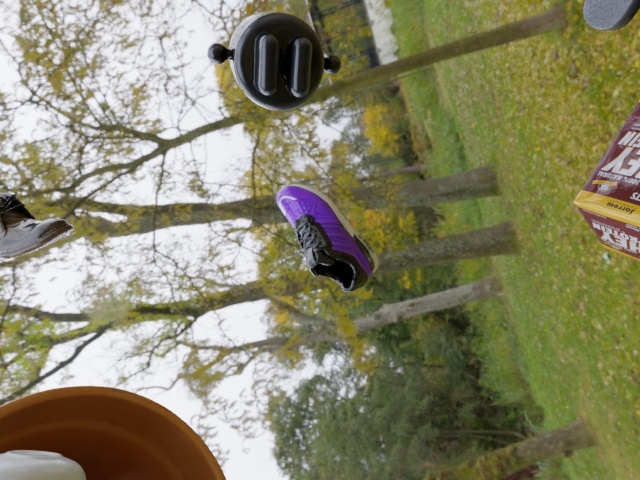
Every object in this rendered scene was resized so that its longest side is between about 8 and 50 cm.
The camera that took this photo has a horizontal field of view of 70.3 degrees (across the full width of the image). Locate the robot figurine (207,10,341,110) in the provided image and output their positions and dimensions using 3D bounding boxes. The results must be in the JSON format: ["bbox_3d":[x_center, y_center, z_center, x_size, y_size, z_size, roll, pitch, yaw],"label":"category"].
[{"bbox_3d":[-0.090,-0.356,0.888,0.209,0.173,0.278,38,-168,-28],"label":"robot figurine"}]

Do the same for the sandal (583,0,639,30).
[{"bbox_3d":[0.450,-0.406,0.593,0.254,0.055,0.097,113,140,-52],"label":"sandal"}]

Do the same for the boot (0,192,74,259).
[{"bbox_3d":[-0.485,-0.028,0.705,0.106,0.219,0.082,70,-155,-15],"label":"boot"}]

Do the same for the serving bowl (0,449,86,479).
[{"bbox_3d":[-0.216,0.173,0.337,0.083,0.084,0.027,53,-140,-60],"label":"serving bowl"}]

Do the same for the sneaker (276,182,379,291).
[{"bbox_3d":[0.001,0.000,1.020,0.293,0.102,0.146,43,-136,-2],"label":"sneaker"}]

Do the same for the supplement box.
[{"bbox_3d":[0.518,-0.079,0.681,0.191,0.194,0.129,31,-177,-41],"label":"supplement box"}]

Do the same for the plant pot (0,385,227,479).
[{"bbox_3d":[-0.248,0.317,0.419,0.291,0.203,0.290,33,-153,-20],"label":"plant pot"}]
